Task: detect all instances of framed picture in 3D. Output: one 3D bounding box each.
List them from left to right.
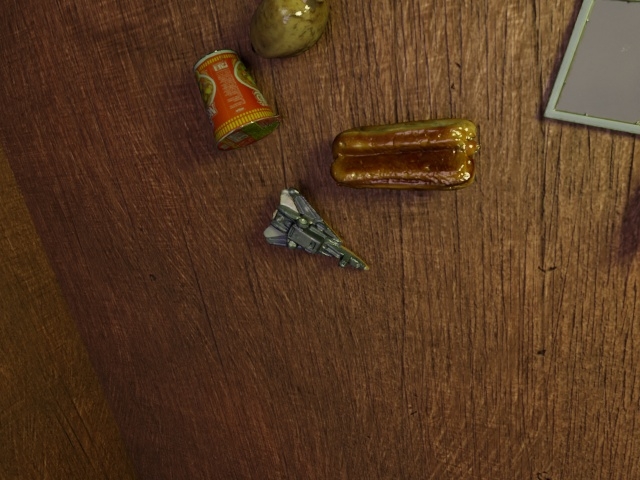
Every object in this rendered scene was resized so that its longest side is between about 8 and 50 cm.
[{"bbox_3d":[0.596,-0.311,0.734,0.295,0.019,0.233,20,119,21],"label":"framed picture"}]

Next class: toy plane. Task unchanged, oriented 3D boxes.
[{"bbox_3d":[-0.005,0.005,1.160,0.316,0.103,0.204,36,124,11],"label":"toy plane"}]

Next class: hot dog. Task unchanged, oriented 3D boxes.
[{"bbox_3d":[0.189,-0.192,0.955,0.348,0.117,0.159,2,93,26],"label":"hot dog"}]

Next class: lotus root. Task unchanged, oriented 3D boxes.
[{"bbox_3d":[-0.070,-0.498,0.941,0.256,0.154,0.140,-10,112,52],"label":"lotus root"}]

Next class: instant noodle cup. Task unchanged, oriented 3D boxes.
[{"bbox_3d":[-0.230,-0.373,1.082,0.193,0.193,0.212,-23,92,35],"label":"instant noodle cup"}]
